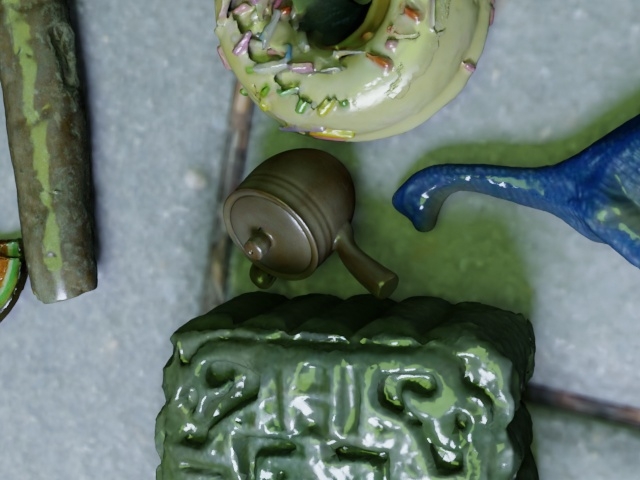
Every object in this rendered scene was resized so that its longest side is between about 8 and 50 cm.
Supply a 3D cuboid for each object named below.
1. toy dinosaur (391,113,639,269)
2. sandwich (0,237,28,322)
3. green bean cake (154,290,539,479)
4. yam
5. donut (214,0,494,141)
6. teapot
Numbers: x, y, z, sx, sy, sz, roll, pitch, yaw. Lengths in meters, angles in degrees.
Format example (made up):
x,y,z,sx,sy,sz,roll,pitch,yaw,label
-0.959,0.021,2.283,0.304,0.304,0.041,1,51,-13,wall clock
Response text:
x,y,z,sx,sy,sz,roll,pitch,yaw,label
0.172,-0.067,0.527,0.188,0.075,0.248,37,109,19,toy dinosaur
-0.241,0.032,0.678,0.069,0.026,0.101,44,101,14,sandwich
0.022,0.147,0.560,0.222,0.125,0.227,0,99,17,green bean cake
-0.180,-0.098,0.631,0.061,0.061,0.274,-7,93,17,yam
0.014,-0.140,0.566,0.174,0.068,0.175,2,95,16,donut
0.000,0.000,0.575,0.110,0.080,0.085,29,141,16,teapot
